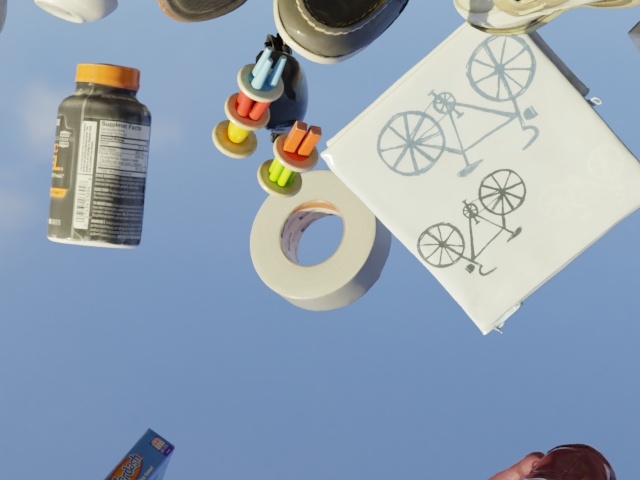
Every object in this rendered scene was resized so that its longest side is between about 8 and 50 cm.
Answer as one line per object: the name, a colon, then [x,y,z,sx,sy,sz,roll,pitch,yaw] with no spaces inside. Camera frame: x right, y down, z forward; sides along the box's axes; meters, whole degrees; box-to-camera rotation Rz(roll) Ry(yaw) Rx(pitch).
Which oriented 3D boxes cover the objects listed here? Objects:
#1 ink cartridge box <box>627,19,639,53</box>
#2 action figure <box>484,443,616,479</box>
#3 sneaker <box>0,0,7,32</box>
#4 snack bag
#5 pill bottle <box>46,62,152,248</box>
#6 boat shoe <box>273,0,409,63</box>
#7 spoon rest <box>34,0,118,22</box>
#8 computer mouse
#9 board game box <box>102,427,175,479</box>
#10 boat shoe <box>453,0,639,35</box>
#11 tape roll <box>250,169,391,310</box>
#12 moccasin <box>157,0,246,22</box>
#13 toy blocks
ink cartridge box: [0.654,-0.194,2.491,0.160,0.385,0.279,-45,-146,-7]
action figure: [0.234,0.294,1.865,0.248,0.276,0.370,15,-153,20]
sneaker: [-0.432,-0.211,1.800,0.151,0.094,0.256,5,-152,4]
snack bag: [0.228,-0.095,2.242,0.323,0.342,0.037,-41,-175,15]
pill bottle: [-0.297,-0.116,2.339,0.130,0.246,0.130,5,-179,0]
boat shoe: [0.064,-0.282,1.472,0.112,0.095,0.335,35,-129,1]
spoon rest: [-0.342,-0.355,2.284,0.137,0.084,0.276,21,174,3]
computer mouse: [-0.052,-0.231,2.617,0.072,0.188,0.272,-4,-177,3]
board game box: [-0.270,0.357,2.254,0.047,0.210,0.160,35,-126,9]
boat shoe: [0.246,-0.309,1.972,0.103,0.113,0.302,17,166,-34]
tape roll: [0.000,0.000,2.763,0.219,0.219,0.072,1,161,24]
moccasin: [-0.148,-0.383,1.517,0.139,0.380,0.147,-25,-155,-4]
toy blocks: [-0.047,-0.131,1.870,0.123,0.148,0.054,41,-130,9]
